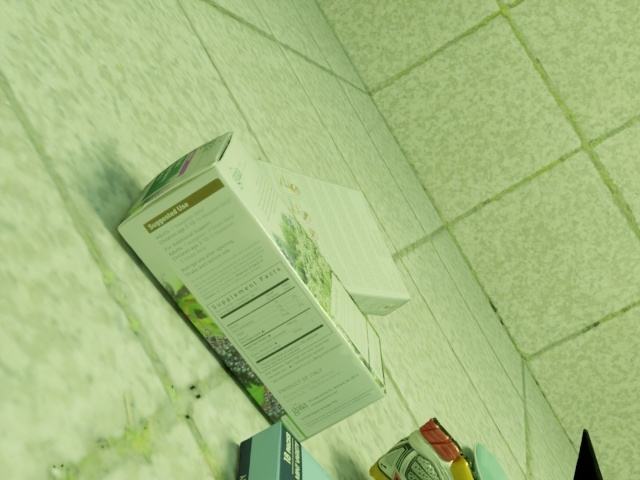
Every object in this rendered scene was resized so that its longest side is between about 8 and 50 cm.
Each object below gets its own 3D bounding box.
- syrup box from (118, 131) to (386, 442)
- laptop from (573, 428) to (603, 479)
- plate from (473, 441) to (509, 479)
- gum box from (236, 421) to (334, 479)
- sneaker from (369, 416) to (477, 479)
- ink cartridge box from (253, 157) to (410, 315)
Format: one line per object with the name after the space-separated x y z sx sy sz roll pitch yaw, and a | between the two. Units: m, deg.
-0.047 0.039 0.605 0.237 0.096 0.093 54 14 -19 | syrup box
0.412 0.463 0.761 0.236 0.408 0.382 -51 146 -31 | laptop
0.265 0.389 1.093 0.188 0.024 0.188 53 16 -22 | plate
0.008 0.241 0.506 0.184 0.041 0.157 52 17 -23 | gum box
0.106 0.272 0.711 0.225 0.092 0.088 69 -10 -24 | sneaker
0.000 0.000 0.965 0.232 0.066 0.189 8 50 -45 | ink cartridge box
